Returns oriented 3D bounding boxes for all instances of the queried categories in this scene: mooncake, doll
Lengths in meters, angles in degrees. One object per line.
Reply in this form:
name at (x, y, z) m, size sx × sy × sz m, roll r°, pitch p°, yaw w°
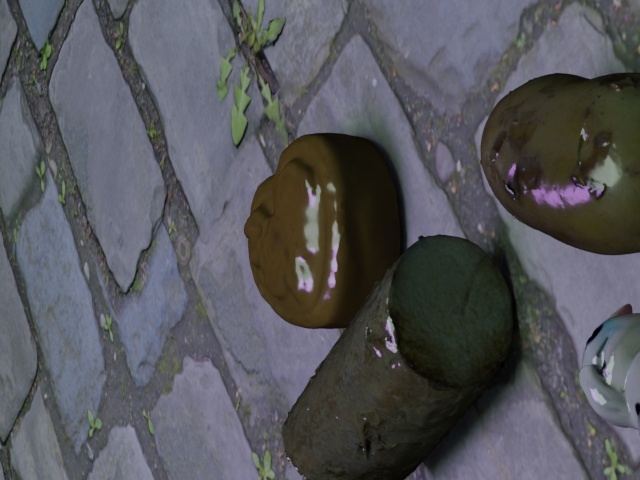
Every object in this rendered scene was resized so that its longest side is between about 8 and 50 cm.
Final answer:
mooncake at (0.000, 0.000, 2.022) m, size 0.235 × 0.117 × 0.235 m, roll -8°, pitch 81°, yaw 59°
doll at (0.297, 0.126, 1.520) m, size 0.181 × 0.107 × 0.110 m, roll 29°, pitch 107°, yaw 56°

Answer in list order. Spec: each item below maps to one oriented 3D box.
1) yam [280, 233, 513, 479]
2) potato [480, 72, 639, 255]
yam at (0.083, 0.142, 1.834) m, size 0.304 × 0.168 × 0.168 m, roll -55°, pitch 45°, yaw 45°
potato at (0.250, -0.070, 1.555) m, size 0.262 × 0.165 × 0.165 m, roll 9°, pitch 98°, yaw 54°
